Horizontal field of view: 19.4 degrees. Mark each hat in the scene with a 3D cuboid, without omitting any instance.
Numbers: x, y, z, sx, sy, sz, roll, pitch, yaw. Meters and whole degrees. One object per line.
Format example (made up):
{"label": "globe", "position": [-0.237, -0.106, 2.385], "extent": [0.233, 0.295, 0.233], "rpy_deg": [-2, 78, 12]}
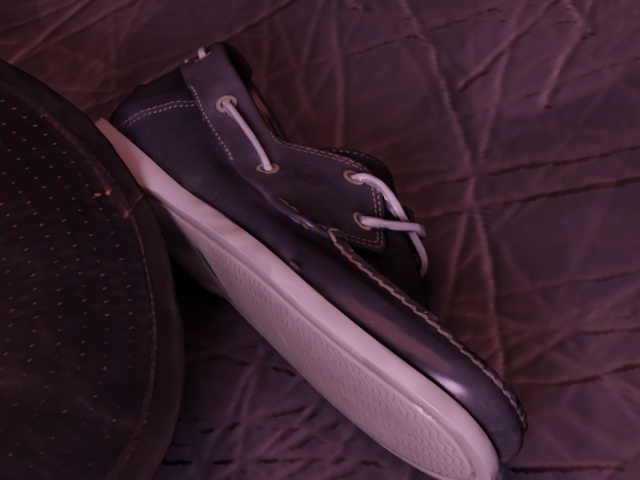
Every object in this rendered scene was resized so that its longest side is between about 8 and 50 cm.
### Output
{"label": "hat", "position": [-0.208, 0.075, 0.648], "extent": [0.331, 0.134, 0.331], "rpy_deg": [0, 49, -1]}

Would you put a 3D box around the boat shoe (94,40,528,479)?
{"label": "boat shoe", "position": [0.000, 0.000, 0.664], "extent": [0.079, 0.084, 0.233], "rpy_deg": [-37, 46, -11]}
